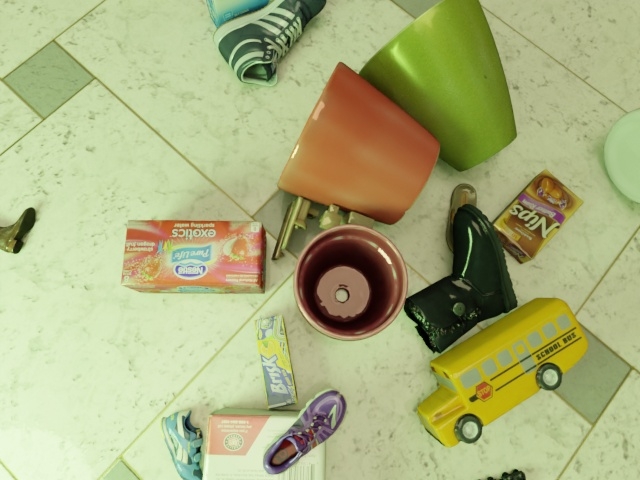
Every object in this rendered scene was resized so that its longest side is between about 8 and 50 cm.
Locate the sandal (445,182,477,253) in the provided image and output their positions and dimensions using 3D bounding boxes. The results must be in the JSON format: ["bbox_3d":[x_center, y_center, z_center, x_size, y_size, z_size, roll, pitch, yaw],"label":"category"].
[{"bbox_3d":[0.311,-0.044,0.946,0.072,0.049,0.180,7,75,-1],"label":"sandal"}]

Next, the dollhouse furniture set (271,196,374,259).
[{"bbox_3d":[0.000,0.000,0.888,0.151,0.144,0.123,20,80,-12],"label":"dollhouse furniture set"}]

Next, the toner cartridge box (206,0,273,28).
[{"bbox_3d":[-0.097,-0.613,1.019,0.348,0.165,0.075,-27,78,-8],"label":"toner cartridge box"}]

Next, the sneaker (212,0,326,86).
[{"bbox_3d":[-0.090,-0.462,1.011,0.282,0.099,0.153,-27,73,-2],"label":"sneaker"}]

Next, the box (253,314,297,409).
[{"bbox_3d":[-0.087,0.233,0.855,0.059,0.054,0.169,-10,77,-5],"label":"box"}]

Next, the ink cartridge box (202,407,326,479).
[{"bbox_3d":[-0.097,0.447,0.765,0.207,0.117,0.283,2,74,-2],"label":"ink cartridge box"}]

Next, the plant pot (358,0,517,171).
[{"bbox_3d":[0.273,-0.304,0.925,0.275,0.275,0.293,-37,96,-11],"label":"plant pot"}]

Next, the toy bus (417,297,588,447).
[{"bbox_3d":[0.330,0.243,0.831,0.332,0.108,0.130,-28,89,-9],"label":"toy bus"}]

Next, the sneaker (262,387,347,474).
[{"bbox_3d":[-0.021,0.313,0.709,0.170,0.071,0.068,-43,80,-15],"label":"sneaker"}]

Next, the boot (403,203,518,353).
[{"bbox_3d":[0.257,0.078,0.865,0.207,0.094,0.246,-26,102,-10],"label":"boot"}]

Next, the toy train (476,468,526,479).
[{"bbox_3d":[0.311,0.467,0.826,0.158,0.027,0.036,-12,87,-6],"label":"toy train"}]

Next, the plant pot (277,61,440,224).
[{"bbox_3d":[0.079,-0.168,0.872,0.243,0.275,0.275,27,76,-6],"label":"plant pot"}]

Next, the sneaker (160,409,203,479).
[{"bbox_3d":[-0.241,0.381,0.810,0.059,0.053,0.144,-26,79,-11],"label":"sneaker"}]

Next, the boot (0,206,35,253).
[{"bbox_3d":[-0.662,-0.032,0.912,0.114,0.037,0.106,14,73,6],"label":"boot"}]

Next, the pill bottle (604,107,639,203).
[{"bbox_3d":[0.830,-0.219,0.932,0.363,0.210,0.210,-18,77,-6],"label":"pill bottle"}]

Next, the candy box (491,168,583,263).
[{"bbox_3d":[0.461,-0.052,0.954,0.109,0.053,0.186,44,79,8],"label":"candy box"}]

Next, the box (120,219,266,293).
[{"bbox_3d":[-0.236,0.036,0.864,0.257,0.122,0.128,1,76,-2],"label":"box"}]

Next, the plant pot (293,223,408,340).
[{"bbox_3d":[0.049,0.088,0.833,0.201,0.180,0.201,1,76,-2],"label":"plant pot"}]
